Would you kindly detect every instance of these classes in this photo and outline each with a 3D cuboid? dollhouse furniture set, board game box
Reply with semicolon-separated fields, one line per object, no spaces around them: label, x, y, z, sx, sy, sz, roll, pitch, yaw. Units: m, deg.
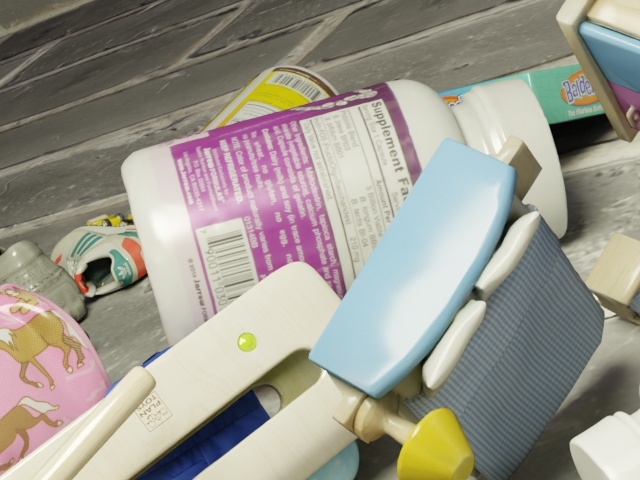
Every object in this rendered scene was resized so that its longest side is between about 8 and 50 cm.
dollhouse furniture set;0.186;0.052;0.958;0.198;0.286;0.303;28;79;34
board game box;0.146;-0.111;1.476;0.210;0.047;0.160;-9;3;44

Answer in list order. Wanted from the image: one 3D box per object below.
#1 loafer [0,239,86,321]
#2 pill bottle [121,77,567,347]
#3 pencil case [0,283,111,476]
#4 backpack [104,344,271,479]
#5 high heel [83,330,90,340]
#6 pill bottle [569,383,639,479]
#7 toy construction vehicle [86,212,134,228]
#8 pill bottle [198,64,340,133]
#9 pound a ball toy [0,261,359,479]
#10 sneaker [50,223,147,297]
loafer;-0.346;0.042;1.756;0.112;0.111;0.319;-40;21;-32
pill bottle;0.019;-0.022;1.272;0.301;0.169;0.169;-15;17;-5
pencil case;-0.305;0.187;1.197;0.160;0.167;0.386;21;41;25
backpack;-0.105;0.135;1.177;0.120;0.101;0.098;-35;13;-17
high heel;-0.330;0.137;1.569;0.186;0.093;0.261;-20;0;-41
pill bottle;0.222;0.081;0.833;0.193;0.108;0.108;-30;18;-6
toy construction vehicle;-0.185;-0.015;1.780;0.098;0.035;0.086;-3;16;43
pill bottle;-0.061;-0.074;1.648;0.117;0.117;0.215;-16;21;33
pound a ball toy;-0.095;0.153;1.013;0.319;0.136;0.208;-37;-3;-20
sneaker;-0.229;0.024;1.724;0.161;0.057;0.075;-6;22;43
